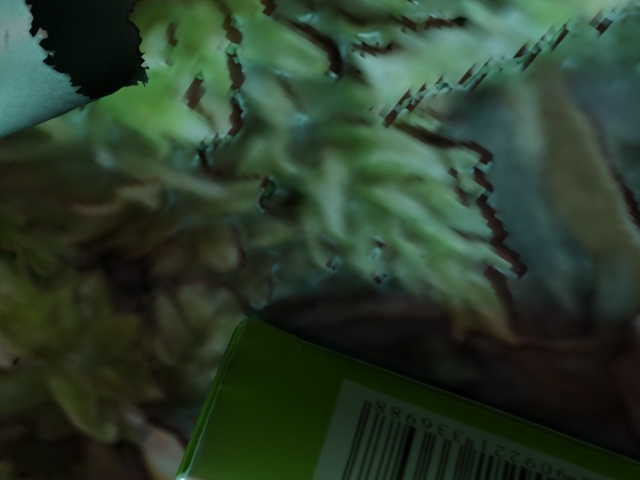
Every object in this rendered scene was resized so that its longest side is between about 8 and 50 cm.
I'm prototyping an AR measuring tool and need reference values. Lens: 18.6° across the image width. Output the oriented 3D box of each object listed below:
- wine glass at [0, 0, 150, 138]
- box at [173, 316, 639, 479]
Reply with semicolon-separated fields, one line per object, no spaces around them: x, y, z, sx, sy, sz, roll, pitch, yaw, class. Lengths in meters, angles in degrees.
-0.156;-0.033;0.452;0.262;0.074;0.074;-11;126;24;wine glass
0.021;0.152;0.564;0.175;0.062;0.260;21;133;-1;box
